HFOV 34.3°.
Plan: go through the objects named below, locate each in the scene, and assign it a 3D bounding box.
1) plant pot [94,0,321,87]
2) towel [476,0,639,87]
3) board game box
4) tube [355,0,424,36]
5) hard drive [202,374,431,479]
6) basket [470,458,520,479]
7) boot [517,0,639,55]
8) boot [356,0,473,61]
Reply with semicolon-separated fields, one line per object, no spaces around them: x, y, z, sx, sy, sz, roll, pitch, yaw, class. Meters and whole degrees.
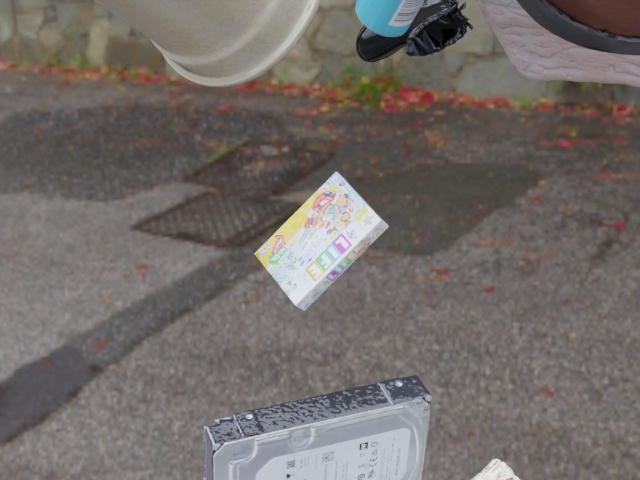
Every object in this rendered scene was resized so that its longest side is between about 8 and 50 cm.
-0.207;-0.410;1.402;0.334;0.334;0.305;16;0;37;plant pot
0.320;-0.212;1.009;0.331;0.053;0.317;10;-6;28;towel
0.000;0.000;1.333;0.103;0.154;0.026;49;7;34;board game box
0.093;-0.254;0.844;0.052;0.207;0.080;36;48;0;tube
-0.005;0.338;1.548;0.339;0.237;0.064;-8;34;-19;hard drive
0.214;0.552;1.535;0.331;0.328;0.266;-39;75;-24;basket
0.138;-0.197;0.364;0.264;0.280;0.096;19;59;-14;boot
0.091;-0.206;1.033;0.121;0.045;0.099;-29;26;13;boot
